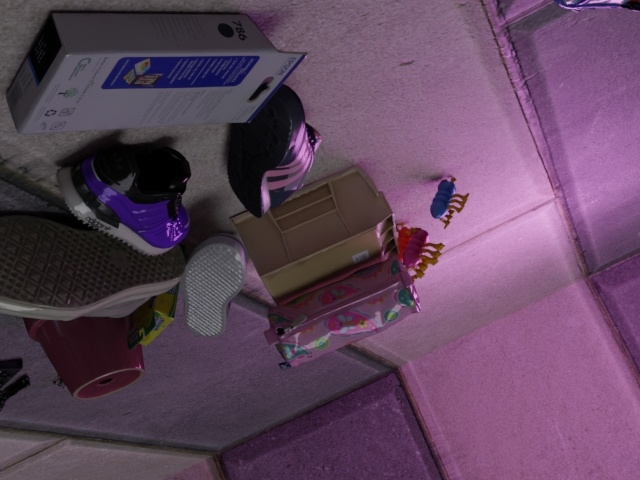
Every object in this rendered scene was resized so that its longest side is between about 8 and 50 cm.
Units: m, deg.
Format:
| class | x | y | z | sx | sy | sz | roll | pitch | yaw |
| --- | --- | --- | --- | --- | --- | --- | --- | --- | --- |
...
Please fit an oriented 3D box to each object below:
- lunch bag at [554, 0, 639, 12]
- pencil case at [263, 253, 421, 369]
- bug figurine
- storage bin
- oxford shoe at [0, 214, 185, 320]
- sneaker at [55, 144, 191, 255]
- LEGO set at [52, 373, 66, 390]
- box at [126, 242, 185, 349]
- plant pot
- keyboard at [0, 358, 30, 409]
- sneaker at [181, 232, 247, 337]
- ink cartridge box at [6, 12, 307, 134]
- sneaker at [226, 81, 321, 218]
| class | x | y | z | sx | sy | sz | roll | pitch | yaw |
| --- | --- | --- | --- | --- | --- | --- | --- | --- | --- |
| lunch bag | 0.424 | -0.411 | 1.482 | 0.243 | 0.115 | 0.303 | -7 | 155 | -35 |
| pencil case | 0.039 | 0.131 | 2.108 | 0.284 | 0.124 | 0.124 | -23 | 162 | 4 |
| bug figurine | 0.186 | 0.003 | 2.259 | 0.279 | 0.072 | 0.216 | -54 | -171 | 53 |
| storage bin | 0.000 | 0.000 | 2.085 | 0.260 | 0.123 | 0.262 | -24 | 161 | -1 |
| oxford shoe | -0.384 | 0.054 | 1.717 | 0.130 | 0.169 | 0.449 | -32 | 165 | 29 |
| sneaker | -0.236 | -0.065 | 1.651 | 0.146 | 0.102 | 0.293 | -29 | 161 | 15 |
| LEGO set | -0.533 | 0.296 | 2.411 | 0.054 | 0.023 | 0.083 | -23 | 162 | -1 |
| box | -0.276 | 0.095 | 1.931 | 0.043 | 0.179 | 0.105 | 26 | 136 | -22 |
| plant pot | -0.392 | 0.167 | 1.982 | 0.201 | 0.180 | 0.201 | -21 | 162 | -7 |
| keyboard | -0.678 | 0.315 | 2.282 | 0.201 | 0.033 | 0.317 | -3 | 154 | -47 |
| sneaker | -0.176 | 0.032 | 1.966 | 0.102 | 0.161 | 0.282 | 18 | 146 | -6 |
| ink cartridge box | -0.193 | -0.201 | 1.390 | 0.333 | 0.065 | 0.165 | -6 | 155 | -39 |
| sneaker | -0.054 | -0.152 | 1.667 | 0.131 | 0.112 | 0.319 | -35 | 169 | -22 |
